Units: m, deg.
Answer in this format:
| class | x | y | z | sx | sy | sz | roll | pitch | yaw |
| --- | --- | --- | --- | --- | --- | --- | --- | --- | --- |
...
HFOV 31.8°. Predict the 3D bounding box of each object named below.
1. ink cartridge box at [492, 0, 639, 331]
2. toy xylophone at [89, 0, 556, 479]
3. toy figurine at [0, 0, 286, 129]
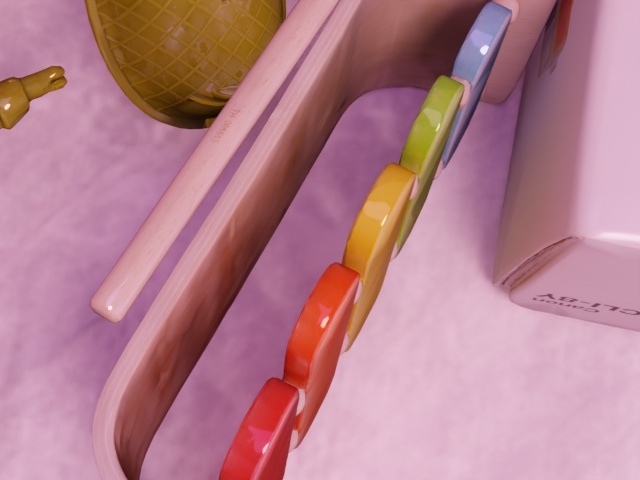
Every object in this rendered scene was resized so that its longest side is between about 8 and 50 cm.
| class | x | y | z | sx | sy | sz | roll | pitch | yaw |
| --- | --- | --- | --- | --- | --- | --- | --- | --- | --- |
| ink cartridge box | 0.256 | -0.142 | 0.523 | 0.279 | 0.160 | 0.385 | 11 | 80 | 0 |
| toy xylophone | 0.000 | 0.000 | 0.458 | 0.081 | 0.236 | 0.323 | 27 | 77 | 7 |
| toy figurine | -0.054 | -0.195 | 0.368 | 0.191 | 0.217 | 0.363 | -18 | 111 | -33 |
